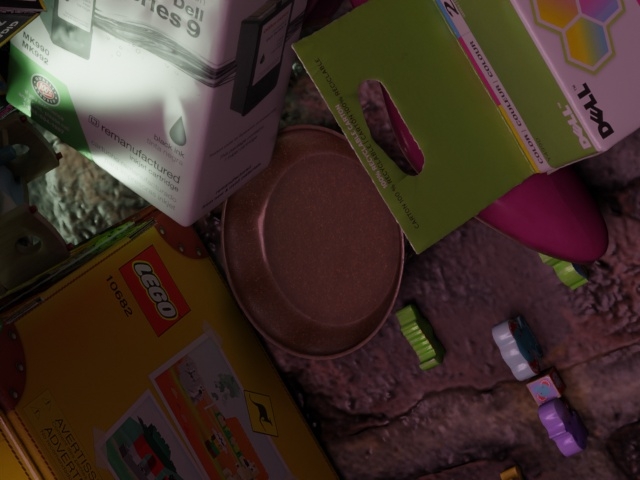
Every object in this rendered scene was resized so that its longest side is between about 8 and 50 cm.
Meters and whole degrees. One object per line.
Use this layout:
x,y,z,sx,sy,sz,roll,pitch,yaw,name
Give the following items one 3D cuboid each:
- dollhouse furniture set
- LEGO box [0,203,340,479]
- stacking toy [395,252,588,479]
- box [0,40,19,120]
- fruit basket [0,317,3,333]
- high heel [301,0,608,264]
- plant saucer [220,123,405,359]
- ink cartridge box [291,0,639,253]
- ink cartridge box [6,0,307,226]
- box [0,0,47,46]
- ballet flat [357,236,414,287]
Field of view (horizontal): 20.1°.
-0.304,-0.054,1.448,0.129,0.129,0.183,-28,133,12,dollhouse furniture set
-0.142,0.262,1.509,0.193,0.372,0.500,-27,96,27,LEGO box
0.182,0.122,1.515,0.167,0.052,0.221,-29,95,27,stacking toy
-0.389,-0.126,1.600,0.247,0.142,0.163,-36,91,26,box
-0.388,0.092,1.270,0.353,0.165,0.327,-43,58,24,fruit basket
0.117,-0.155,1.401,0.377,0.127,0.181,43,120,3,high heel
0.000,0.000,1.525,0.198,0.036,0.198,7,101,39,plant saucer
0.138,-0.133,1.328,0.189,0.255,0.097,59,153,-5,ink cartridge box
-0.129,-0.189,1.420,0.211,0.121,0.289,34,139,19,ink cartridge box
-0.399,-0.206,1.456,0.322,0.079,0.257,-34,78,28,box
0.054,0.015,1.534,0.041,0.041,0.114,29,116,10,ballet flat
